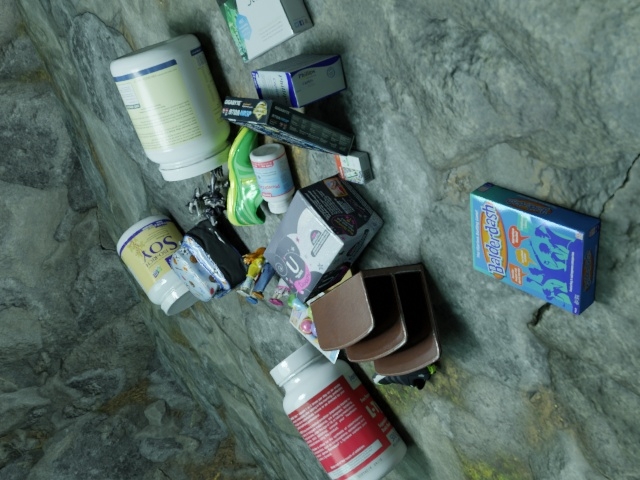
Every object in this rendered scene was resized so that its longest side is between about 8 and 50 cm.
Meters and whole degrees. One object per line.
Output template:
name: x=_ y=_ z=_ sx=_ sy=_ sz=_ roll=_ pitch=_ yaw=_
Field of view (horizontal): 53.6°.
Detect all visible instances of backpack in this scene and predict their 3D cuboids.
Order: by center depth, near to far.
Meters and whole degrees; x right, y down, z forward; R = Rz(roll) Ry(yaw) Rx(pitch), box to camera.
backpack: x=-0.362 y=0.079 z=2.090 sx=0.277 sy=0.213 sz=0.263 roll=54 pitch=162 yaw=2

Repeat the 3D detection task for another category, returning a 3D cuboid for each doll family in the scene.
doll family: x=-0.157 y=0.087 z=1.813 sx=0.118 sy=0.163 sz=0.263 roll=34 pitch=161 yaw=-25

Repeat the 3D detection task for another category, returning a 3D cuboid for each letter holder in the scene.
letter holder: x=0.114 y=0.199 z=1.405 sx=0.302 sy=0.151 sz=0.215 roll=140 pitch=122 yaw=-62

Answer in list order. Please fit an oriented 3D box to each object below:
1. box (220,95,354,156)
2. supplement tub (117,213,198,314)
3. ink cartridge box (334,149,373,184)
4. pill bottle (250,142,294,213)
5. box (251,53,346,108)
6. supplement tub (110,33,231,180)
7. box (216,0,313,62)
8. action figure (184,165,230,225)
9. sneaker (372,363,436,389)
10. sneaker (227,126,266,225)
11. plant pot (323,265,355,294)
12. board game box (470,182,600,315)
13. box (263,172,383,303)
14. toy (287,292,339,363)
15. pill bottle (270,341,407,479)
box: x=-0.068 y=-0.233 z=1.298 sx=0.175 sy=0.220 sz=0.051 roll=20 pitch=94 yaw=50
supplement tub: x=-0.593 y=0.093 z=2.419 sx=0.331 sy=0.241 sz=0.241 roll=51 pitch=151 yaw=13
ink cartridge box: x=0.059 y=-0.160 z=1.345 sx=0.115 sy=0.029 sz=0.063 roll=21 pitch=135 yaw=49
pill bottle: x=-0.113 y=-0.152 z=1.569 sx=0.087 sy=0.087 sz=0.160 roll=23 pitch=136 yaw=48
box: x=-0.043 y=-0.317 z=1.253 sx=0.137 sy=0.126 sz=0.072 roll=20 pitch=131 yaw=50
supplement tub: x=-0.374 y=-0.342 z=1.645 sx=0.235 sy=0.235 sz=0.325 roll=15 pitch=130 yaw=52
box: x=-0.155 y=-0.545 z=1.284 sx=0.232 sy=0.058 sz=0.322 roll=-2 pitch=115 yaw=58
action figure: x=-0.300 y=-0.116 z=1.832 sx=0.276 sy=0.163 sz=0.141 roll=119 pitch=149 yaw=-50
sneaker: x=0.203 y=0.329 z=1.535 sx=0.097 sy=0.084 sz=0.235 roll=52 pitch=151 yaw=10
sneaker: x=-0.177 y=-0.171 z=1.661 sx=0.123 sy=0.109 sz=0.296 roll=8 pitch=124 yaw=4
plant pot: x=0.014 y=0.046 z=1.619 sx=0.236 sy=0.032 sz=0.236 roll=38 pitch=146 yaw=32
board game box: x=0.343 y=0.010 z=1.036 sx=0.210 sy=0.047 sz=0.160 roll=27 pitch=139 yaw=46
box: x=0.000 y=0.000 z=1.432 sx=0.163 sy=0.142 sz=0.247 roll=50 pitch=140 yaw=16
toy: x=-0.022 y=0.204 z=1.661 sx=0.237 sy=0.056 sz=0.137 roll=36 pitch=112 yaw=54
pill bottle: x=0.041 y=0.491 z=1.803 sx=0.408 sy=0.229 sz=0.229 roll=54 pitch=152 yaw=9
